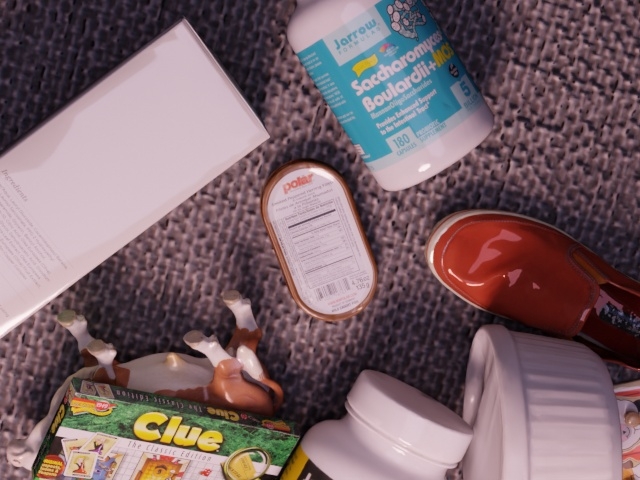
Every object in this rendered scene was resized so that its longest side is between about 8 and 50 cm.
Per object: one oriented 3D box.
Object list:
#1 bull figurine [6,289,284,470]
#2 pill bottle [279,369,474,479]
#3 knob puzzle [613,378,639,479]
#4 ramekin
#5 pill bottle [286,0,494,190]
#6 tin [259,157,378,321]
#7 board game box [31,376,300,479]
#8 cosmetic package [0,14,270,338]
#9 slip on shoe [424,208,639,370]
[{"bbox_3d":[-0.197,0.165,1.439,0.310,0.101,0.188,-10,129,-9],"label":"bull figurine"},{"bbox_3d":[0.029,0.321,1.445,0.188,0.188,0.334,27,96,-7],"label":"pill bottle"},{"bbox_3d":[0.317,0.263,1.536,0.213,0.030,0.213,-1,99,-4],"label":"knob puzzle"},{"bbox_3d":[0.234,0.225,1.402,0.127,0.273,0.273,0,99,-3],"label":"ramekin"},{"bbox_3d":[0.061,-0.195,1.390,0.146,0.146,0.264,-33,99,2],"label":"pill bottle"},{"bbox_3d":[0.000,0.000,1.473,0.106,0.040,0.190,-21,99,-5],"label":"tin"},{"bbox_3d":[-0.165,0.228,1.413,0.259,0.030,0.136,15,118,-24],"label":"board game box"},{"bbox_3d":[-0.242,-0.067,1.366,0.365,0.197,0.155,-35,99,3],"label":"cosmetic package"},{"bbox_3d":[0.273,0.060,1.467,0.331,0.101,0.123,26,98,-6],"label":"slip on shoe"}]
